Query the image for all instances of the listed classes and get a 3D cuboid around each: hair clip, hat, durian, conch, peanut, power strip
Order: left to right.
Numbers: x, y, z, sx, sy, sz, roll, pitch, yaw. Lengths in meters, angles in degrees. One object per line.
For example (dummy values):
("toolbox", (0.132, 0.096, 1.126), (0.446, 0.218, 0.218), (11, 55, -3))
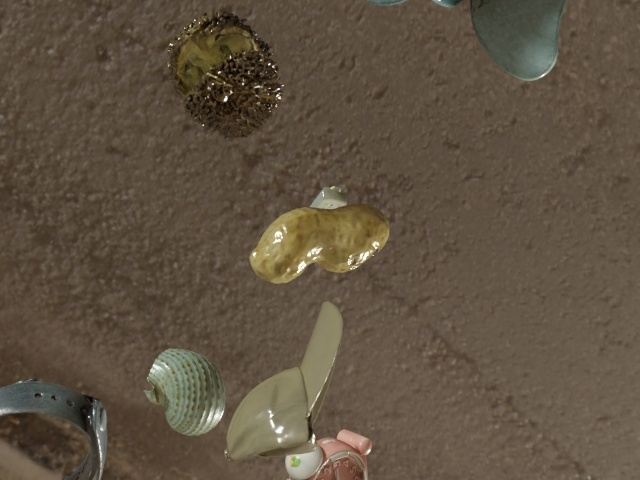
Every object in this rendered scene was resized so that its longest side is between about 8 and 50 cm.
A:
("conch", (-0.267, 0.317, 1.555), (0.131, 0.172, 0.200), (3, 160, 19))
("durian", (-0.124, -0.237, 1.081), (0.167, 0.196, 0.196), (-24, 125, 35))
("hat", (-0.042, 0.160, 0.856), (0.144, 0.173, 0.166), (-4, 159, -2))
("power strip", (-0.031, -0.015, 1.541), (0.060, 0.027, 0.253), (14, 130, -33))
("peanut", (0.000, 0.000, 1.127), (0.229, 0.103, 0.098), (-9, 155, -22))
("hair clip", (0.226, -0.479, 1.100), (0.318, 0.392, 0.238), (-55, 151, 7))

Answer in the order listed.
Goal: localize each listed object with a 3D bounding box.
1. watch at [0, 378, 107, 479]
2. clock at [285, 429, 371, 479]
("watch", (-0.350, 0.260, 0.894), (0.192, 0.068, 0.206), (-3, 124, -6))
("clock", (0.003, 0.408, 1.259), (0.092, 0.162, 0.166), (6, 98, 46))
